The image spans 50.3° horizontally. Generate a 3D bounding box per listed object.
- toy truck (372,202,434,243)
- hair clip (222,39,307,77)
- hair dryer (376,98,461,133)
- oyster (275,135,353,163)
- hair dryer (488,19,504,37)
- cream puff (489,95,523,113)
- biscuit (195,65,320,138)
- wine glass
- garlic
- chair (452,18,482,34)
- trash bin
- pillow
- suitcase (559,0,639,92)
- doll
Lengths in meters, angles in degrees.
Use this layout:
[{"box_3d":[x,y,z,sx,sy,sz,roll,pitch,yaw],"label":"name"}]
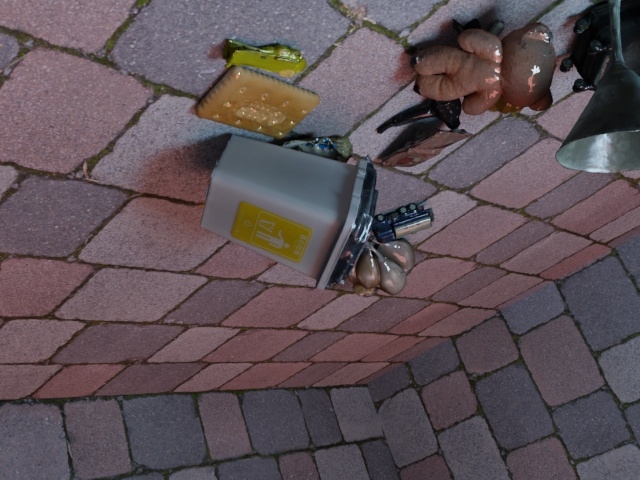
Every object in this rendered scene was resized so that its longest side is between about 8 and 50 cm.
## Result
[{"box_3d":[0.263,-0.053,2.170,0.201,0.088,0.074,-18,156,-4],"label":"toy truck"},{"box_3d":[-0.107,-0.354,1.337,0.173,0.046,0.072,-3,153,-30],"label":"hair clip"},{"box_3d":[0.247,-0.303,1.708,0.219,0.075,0.195,-15,166,13],"label":"hair dryer"},{"box_3d":[-0.054,-0.190,1.673,0.222,0.083,0.214,20,129,-32],"label":"oyster"},{"box_3d":[0.364,-0.437,1.524,0.081,0.047,0.137,-1,144,-34],"label":"hair dryer"},{"box_3d":[0.444,-0.376,1.602,0.156,0.156,0.121,-33,-175,27],"label":"cream puff"},{"box_3d":[-0.131,-0.289,1.469,0.249,0.030,0.160,9,143,-46],"label":"biscuit"},{"box_3d":[0.593,-0.361,1.366,0.267,0.406,0.267,0,169,0],"label":"wine glass"},{"box_3d":[0.208,0.084,2.390,0.237,0.210,0.292,20,153,-3],"label":"garlic"},{"box_3d":[0.322,-0.454,1.460,0.042,0.037,0.086,-24,161,34],"label":"chair"},{"box_3d":[-0.067,-0.092,1.566,0.367,0.296,0.256,19,134,-4],"label":"trash bin"},{"box_3d":[0.268,-0.245,1.790,0.135,0.049,0.248,-8,169,-37],"label":"pillow"},{"box_3d":[0.740,-0.480,1.605,0.312,0.128,0.202,-19,155,-2],"label":"suitcase"},{"box_3d":[0.353,-0.380,1.472,0.303,0.156,0.201,5,132,20],"label":"doll"}]
